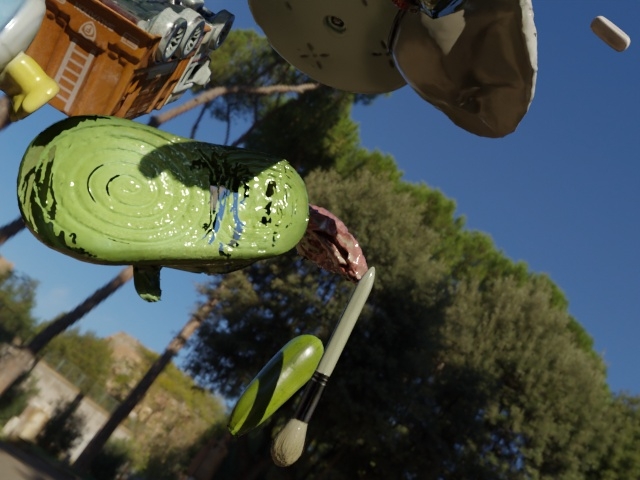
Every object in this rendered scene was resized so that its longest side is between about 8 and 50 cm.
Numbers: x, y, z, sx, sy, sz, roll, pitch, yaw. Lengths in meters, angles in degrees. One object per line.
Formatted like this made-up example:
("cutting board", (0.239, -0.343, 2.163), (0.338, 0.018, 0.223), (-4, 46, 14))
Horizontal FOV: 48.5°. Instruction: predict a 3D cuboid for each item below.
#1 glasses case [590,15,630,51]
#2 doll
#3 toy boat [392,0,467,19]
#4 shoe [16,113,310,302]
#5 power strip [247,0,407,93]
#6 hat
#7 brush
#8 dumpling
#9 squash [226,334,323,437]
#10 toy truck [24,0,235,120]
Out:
("glasses case", (0.543, -0.388, 1.333), (0.083, 0.021, 0.032), (47, -39, 18))
("doll", (-0.281, -0.174, 0.466), (0.241, 0.099, 0.135), (33, 22, -28))
("toy boat", (0.082, -0.205, 0.507), (0.071, 0.089, 0.185), (55, 9, 1))
("shoe", (-0.142, -0.023, 0.666), (0.262, 0.140, 0.128), (3, -24, -13))
("power strip", (0.065, -0.416, 1.198), (0.358, 0.161, 0.357), (21, -24, 10))
("hat", (0.000, 0.000, 1.327), (0.236, 0.107, 0.286), (51, 1, 4))
("brush", (0.011, 0.171, 0.972), (0.042, 0.299, 0.039), (21, -10, 41))
("dumpling", (0.180, -0.251, 0.934), (0.163, 0.204, 0.293), (3, -21, -10))
("squash", (-0.069, 0.225, 1.106), (0.066, 0.201, 0.066), (36, -23, 19))
("toy truck", (-0.278, -0.288, 1.064), (0.173, 0.387, 0.207), (32, -70, -2))
